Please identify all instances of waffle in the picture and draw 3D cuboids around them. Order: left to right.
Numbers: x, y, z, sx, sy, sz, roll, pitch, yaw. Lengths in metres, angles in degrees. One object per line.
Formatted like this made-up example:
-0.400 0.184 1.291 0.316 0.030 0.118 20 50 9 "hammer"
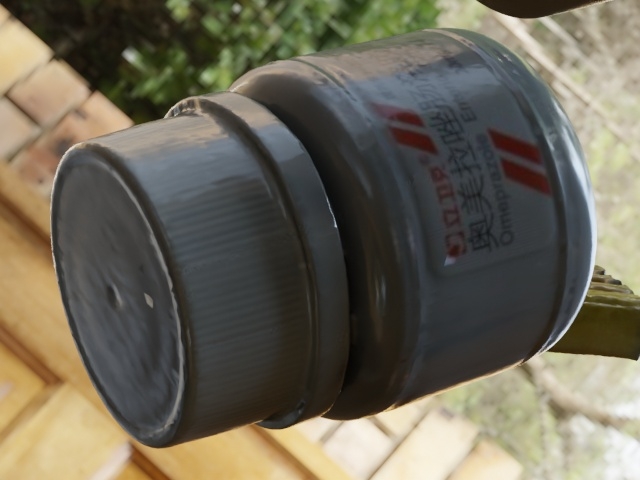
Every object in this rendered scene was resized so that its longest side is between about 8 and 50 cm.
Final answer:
0.139 0.043 1.401 0.248 0.221 0.055 -109 -154 -80 "waffle"

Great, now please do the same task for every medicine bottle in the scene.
0.000 0.000 1.116 0.306 0.245 0.245 -16 159 -28 "medicine bottle"

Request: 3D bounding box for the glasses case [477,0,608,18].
0.126 -0.157 0.841 0.196 0.083 0.050 -1 -117 64 "glasses case"
